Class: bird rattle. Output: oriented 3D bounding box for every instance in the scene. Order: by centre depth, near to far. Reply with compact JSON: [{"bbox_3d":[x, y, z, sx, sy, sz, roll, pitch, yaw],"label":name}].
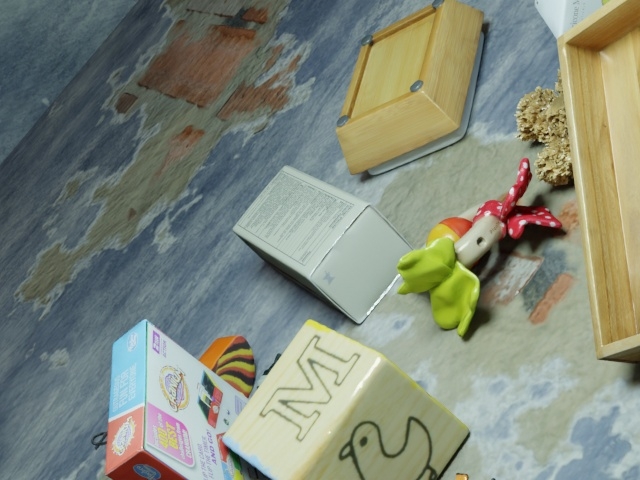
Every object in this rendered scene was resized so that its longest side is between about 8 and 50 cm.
[{"bbox_3d":[0.199,-0.005,1.634,0.253,0.143,0.207,-52,14,-13],"label":"bird rattle"}]

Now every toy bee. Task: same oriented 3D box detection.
[{"bbox_3d":[-0.202,0.283,1.809,0.298,0.162,0.195,-31,16,-21],"label":"toy bee"}]

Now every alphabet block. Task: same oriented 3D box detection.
[{"bbox_3d":[0.029,0.245,1.489,0.197,0.192,0.193,-54,33,-9],"label":"alphabet block"}]

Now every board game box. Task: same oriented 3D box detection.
[{"bbox_3d":[-0.141,0.279,1.538,0.064,0.316,0.242,-37,31,18],"label":"board game box"}]

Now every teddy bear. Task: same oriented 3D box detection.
[{"bbox_3d":[0.389,-0.169,1.613,0.245,0.113,0.338,-46,22,-16],"label":"teddy bear"}]

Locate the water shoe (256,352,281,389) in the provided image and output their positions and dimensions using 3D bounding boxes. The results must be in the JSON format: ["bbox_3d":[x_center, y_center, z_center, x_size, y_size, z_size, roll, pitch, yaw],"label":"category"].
[{"bbox_3d":[-0.016,0.190,1.724,0.203,0.073,0.080,-10,44,46],"label":"water shoe"}]

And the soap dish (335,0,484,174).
[{"bbox_3d":[0.151,-0.265,1.993,0.229,0.118,0.291,-21,38,38],"label":"soap dish"}]

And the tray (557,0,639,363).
[{"bbox_3d":[0.381,-0.085,1.332,0.203,0.076,0.411,-33,56,55],"label":"tray"}]

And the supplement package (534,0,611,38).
[{"bbox_3d":[0.432,-0.362,1.610,0.244,0.139,0.134,-5,35,-5],"label":"supplement package"}]

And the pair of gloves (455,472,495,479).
[{"bbox_3d":[0.173,0.312,1.402,0.083,0.010,0.074,-5,51,50],"label":"pair of gloves"}]

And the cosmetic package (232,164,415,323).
[{"bbox_3d":[0.000,0.000,1.868,0.153,0.129,0.296,-49,30,-5],"label":"cosmetic package"}]
